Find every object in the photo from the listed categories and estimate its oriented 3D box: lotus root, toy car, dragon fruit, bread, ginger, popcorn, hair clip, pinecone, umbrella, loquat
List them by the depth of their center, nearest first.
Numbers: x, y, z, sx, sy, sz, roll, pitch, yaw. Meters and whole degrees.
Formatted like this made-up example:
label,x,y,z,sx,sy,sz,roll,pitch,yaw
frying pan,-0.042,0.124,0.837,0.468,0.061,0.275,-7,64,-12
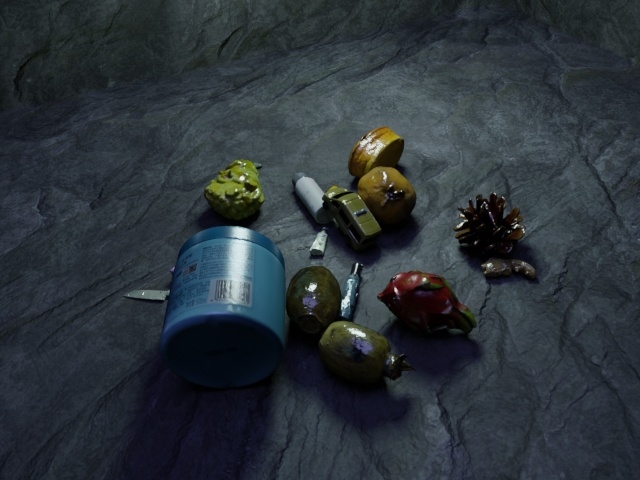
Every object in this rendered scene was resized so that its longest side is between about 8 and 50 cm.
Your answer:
label,x,y,z,sx,sy,sz,roll,pitch,yaw
lotus root,0.118,0.315,1.453,0.278,0.154,0.154,18,46,26
dragon fruit,0.310,0.198,1.569,0.269,0.200,0.198,44,44,-4
lotus root,-0.021,0.172,1.609,0.160,0.151,0.274,-20,24,12
umbrella,0.093,0.166,1.704,0.053,0.052,0.250,18,45,0
ginger,0.611,0.089,1.732,0.174,0.051,0.069,0,44,10
pinecone,0.561,-0.055,1.799,0.229,0.201,0.202,-30,10,17
toy car,0.110,-0.095,1.899,0.101,0.124,0.256,-21,69,-29
loquat,0.241,-0.162,1.951,0.193,0.238,0.238,-40,43,6
popcorn,-0.344,-0.194,2.093,0.226,0.173,0.285,-17,41,-1
bread,0.227,-0.353,2.190,0.143,0.195,0.270,33,56,25
hair clip,-0.356,-0.298,2.316,0.229,0.036,0.066,-26,51,-21

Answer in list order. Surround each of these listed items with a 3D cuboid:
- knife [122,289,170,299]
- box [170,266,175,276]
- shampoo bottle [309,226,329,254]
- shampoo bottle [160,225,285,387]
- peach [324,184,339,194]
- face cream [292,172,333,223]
label,x,y,z,sx,sy,sz,roll,pitch,yaw
knife,-0.525,0.184,1.788,0.298,0.017,0.047,3,47,10
box,-0.459,0.128,1.820,0.117,0.050,0.036,21,49,31
shampoo bottle,0.000,0.000,1.926,0.049,0.034,0.141,0,39,16
shampoo bottle,-0.265,0.189,1.509,0.332,0.331,0.342,-5,41,1
peach,0.046,-0.185,2.121,0.078,0.050,0.083,7,45,-24
face cream,-0.040,-0.185,2.102,0.092,0.092,0.311,-20,43,-15
